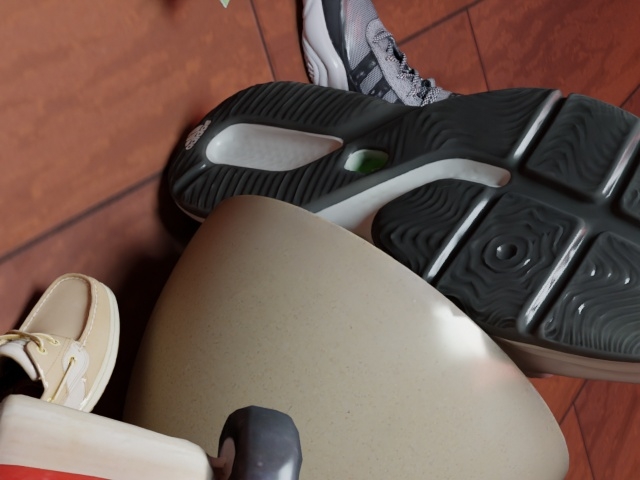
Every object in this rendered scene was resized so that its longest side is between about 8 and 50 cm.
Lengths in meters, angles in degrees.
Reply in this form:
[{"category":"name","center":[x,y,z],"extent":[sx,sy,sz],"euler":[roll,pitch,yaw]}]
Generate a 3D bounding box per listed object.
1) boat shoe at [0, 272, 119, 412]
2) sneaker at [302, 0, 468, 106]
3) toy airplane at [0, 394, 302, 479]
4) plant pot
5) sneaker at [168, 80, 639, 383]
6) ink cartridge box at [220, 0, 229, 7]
[{"category":"boat shoe","center":[-0.163,0.080,0.769],"extent":[0.059,0.063,0.170],"euler":[60,34,-43]},{"category":"sneaker","center":[0.084,-0.132,1.203],"extent":[0.101,0.153,0.268],"euler":[-29,106,-61]},{"category":"toy airplane","center":[-0.127,0.247,0.443],"extent":[0.272,0.386,0.384],"euler":[-90,155,-49]},{"category":"plant pot","center":[-0.016,0.137,0.852],"extent":[0.191,0.284,0.284],"euler":[-50,130,-21]},{"category":"sneaker","center":[0.118,0.036,0.928],"extent":[0.169,0.448,0.257],"euler":[-53,135,-20]},{"category":"ink cartridge box","center":[-0.125,-0.271,0.959],"extent":[0.209,0.062,0.109],"euler":[57,35,-37]}]
